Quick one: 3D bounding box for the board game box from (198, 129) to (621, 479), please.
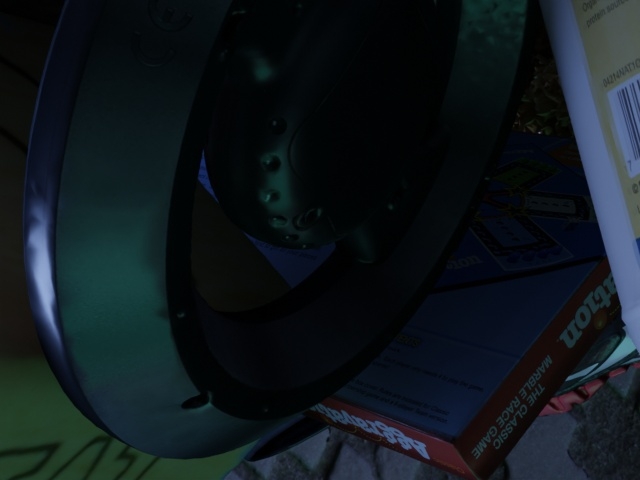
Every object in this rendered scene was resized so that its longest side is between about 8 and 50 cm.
[{"bbox_3d":[0.009,0.005,0.623,0.145,0.027,0.281,-49,-147,-20],"label":"board game box"}]

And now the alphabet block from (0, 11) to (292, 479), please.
[{"bbox_3d":[-0.152,0.038,0.512,0.193,0.192,0.197,-50,158,18],"label":"alphabet block"}]

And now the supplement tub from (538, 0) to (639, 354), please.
[{"bbox_3d":[0.125,-0.076,0.364,0.144,0.199,0.144,-13,171,-2],"label":"supplement tub"}]

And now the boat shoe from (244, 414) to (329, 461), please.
[{"bbox_3d":[0.086,0.126,1.589,0.500,0.156,0.187,-21,166,31],"label":"boat shoe"}]

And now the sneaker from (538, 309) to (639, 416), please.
[{"bbox_3d":[0.270,0.067,1.368,0.276,0.097,0.135,-32,140,23],"label":"sneaker"}]

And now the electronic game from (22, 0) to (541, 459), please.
[{"bbox_3d":[0.000,-0.042,0.429,0.048,0.229,0.229,25,-171,27],"label":"electronic game"}]

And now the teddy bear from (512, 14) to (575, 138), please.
[{"bbox_3d":[0.177,-0.045,0.659,0.245,0.113,0.338,16,175,-32],"label":"teddy bear"}]
